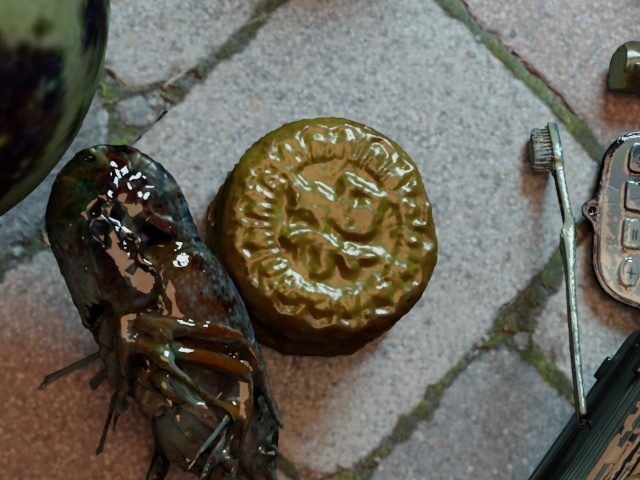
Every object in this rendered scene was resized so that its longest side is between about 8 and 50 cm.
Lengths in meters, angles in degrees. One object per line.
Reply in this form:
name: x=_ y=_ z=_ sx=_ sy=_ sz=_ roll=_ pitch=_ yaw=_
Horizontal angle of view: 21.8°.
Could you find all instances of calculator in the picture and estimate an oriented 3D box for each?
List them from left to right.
calculator: x=0.356 y=-0.005 z=1.457 sx=0.268 sy=0.040 sz=0.177 roll=12 pitch=77 yaw=-11

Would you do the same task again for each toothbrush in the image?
toothbrush: x=0.203 y=0.023 z=1.373 sx=0.028 sy=0.026 sz=0.294 roll=-4 pitch=57 yaw=-1

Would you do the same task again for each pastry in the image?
pastry: x=0.000 y=0.000 z=1.336 sx=0.188 sy=0.103 sz=0.189 roll=2 pitch=80 yaw=-13

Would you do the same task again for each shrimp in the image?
shrimp: x=-0.122 y=0.105 z=1.284 sx=0.137 sy=0.172 sz=0.372 roll=-21 pitch=98 yaw=-39

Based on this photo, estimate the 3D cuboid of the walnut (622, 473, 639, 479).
walnut: x=0.285 y=0.240 z=1.246 sx=0.170 sy=0.069 sz=0.143 roll=22 pitch=80 yaw=-8

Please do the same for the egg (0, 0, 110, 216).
egg: x=-0.330 y=-0.201 z=1.171 sx=0.345 sy=0.345 sz=0.428 roll=-19 pitch=82 yaw=-16

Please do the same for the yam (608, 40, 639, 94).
yam: x=0.390 y=-0.154 z=1.486 sx=0.274 sy=0.061 sz=0.061 roll=0 pitch=80 yaw=-12

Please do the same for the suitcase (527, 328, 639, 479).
suitcase: x=0.285 y=0.209 z=1.352 sx=0.202 sy=0.128 sz=0.312 roll=38 pitch=76 yaw=-5
